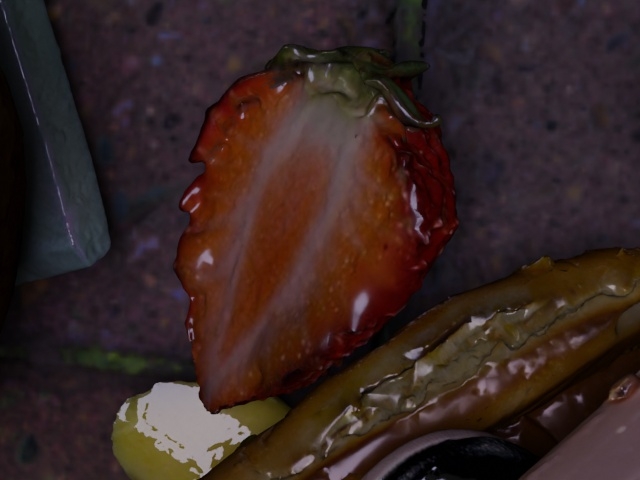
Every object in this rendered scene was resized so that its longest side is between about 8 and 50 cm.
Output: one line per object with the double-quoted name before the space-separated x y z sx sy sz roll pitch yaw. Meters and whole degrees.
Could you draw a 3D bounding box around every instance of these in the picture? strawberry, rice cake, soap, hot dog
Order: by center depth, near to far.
"hot dog" 0.049 0.090 0.589 0.269 0.072 0.115 -27 125 -6
"strawberry" 0.000 0.000 0.606 0.146 0.082 0.187 37 105 47
"rice cake" -0.164 -0.088 0.647 0.080 0.042 0.222 -14 92 35
"soap" -0.022 0.125 0.648 0.089 0.033 0.168 -45 87 -1

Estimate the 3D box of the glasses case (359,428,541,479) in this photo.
"glasses case" 0.133 0.190 0.568 0.314 0.075 0.122 34 96 -19

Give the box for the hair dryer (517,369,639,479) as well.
"hair dryer" 0.136 0.047 0.486 0.344 0.107 0.189 -39 91 -11

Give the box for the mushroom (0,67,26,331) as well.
"mushroom" -0.274 -0.050 0.567 0.345 0.345 0.239 -1 49 8
